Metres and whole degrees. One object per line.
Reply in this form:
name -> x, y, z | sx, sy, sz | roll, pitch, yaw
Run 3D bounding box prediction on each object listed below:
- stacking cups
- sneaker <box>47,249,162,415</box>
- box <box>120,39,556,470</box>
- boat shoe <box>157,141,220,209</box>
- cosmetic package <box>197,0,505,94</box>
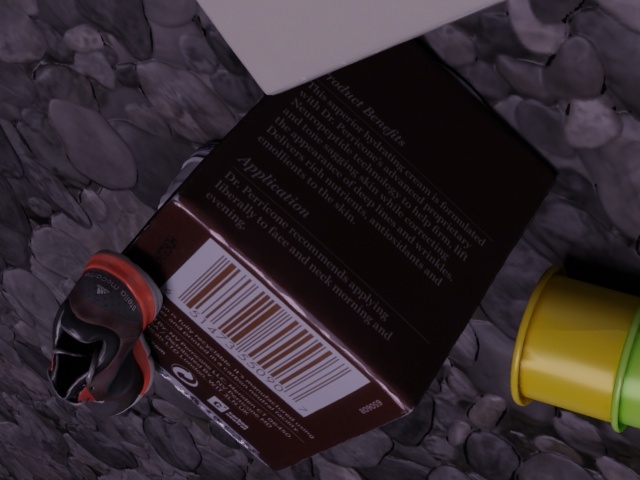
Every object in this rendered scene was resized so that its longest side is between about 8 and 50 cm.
stacking cups -> 0.273, 0.103, 0.597 | 0.316, 0.096, 0.096 | 18, 139, 26
sneaker -> -0.134, 0.067, 0.587 | 0.061, 0.065, 0.158 | 31, 144, 10
box -> 0.000, 0.000, 0.628 | 0.168, 0.203, 0.167 | 43, 144, -5
boat shoe -> -0.053, 0.047, 0.826 | 0.095, 0.084, 0.258 | -3, 127, 43
cosmetic package -> 0.071, -0.183, 0.414 | 0.296, 0.153, 0.129 | -13, 121, 46
